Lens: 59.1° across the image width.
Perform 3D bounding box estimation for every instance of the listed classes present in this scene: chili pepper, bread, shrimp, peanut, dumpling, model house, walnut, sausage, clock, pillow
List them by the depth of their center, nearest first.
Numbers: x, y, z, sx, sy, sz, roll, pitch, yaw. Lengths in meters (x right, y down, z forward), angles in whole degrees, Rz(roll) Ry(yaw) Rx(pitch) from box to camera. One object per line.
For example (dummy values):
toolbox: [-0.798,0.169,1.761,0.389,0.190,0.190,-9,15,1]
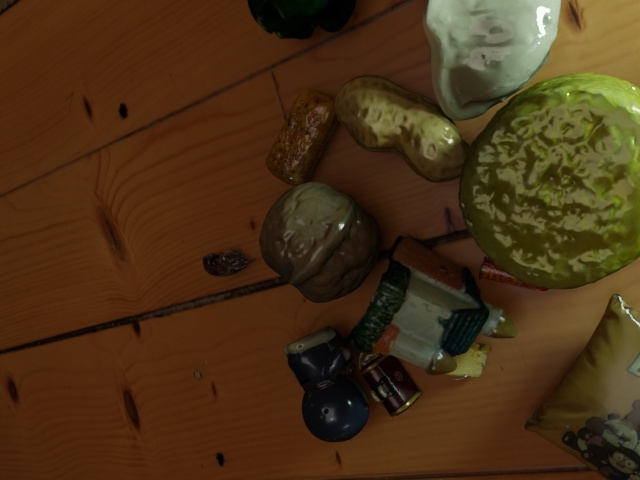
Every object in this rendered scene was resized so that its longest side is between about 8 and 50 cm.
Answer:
bread: [0.393,-0.101,0.903,0.348,0.308,0.348,4,99,26]
dumpling: [0.285,-0.373,0.968,0.187,0.243,0.318,30,100,52]
pillow: [0.562,0.304,0.977,0.310,0.119,0.312,36,110,23]
model house: [0.225,0.143,1.078,0.291,0.253,0.184,22,114,11]
sausage: [0.381,0.069,1.083,0.145,0.048,0.050,13,108,23]
peanut: [0.159,-0.221,1.107,0.305,0.147,0.147,29,109,18]
chili pepper: [-0.045,-0.543,1.120,0.233,0.248,0.256,8,103,49]
bread: [0.277,0.241,1.139,0.109,0.080,0.084,15,106,27]
walnut: [0.000,0.000,1.170,0.248,0.248,0.248,4,99,27]
bread: [-0.037,-0.225,1.239,0.114,0.083,0.211,36,110,23]
clock: [0.013,0.323,1.250,0.199,0.146,0.243,-34,77,60]
shrimp: [-0.221,0.052,1.384,0.165,0.056,0.065,-14,84,25]

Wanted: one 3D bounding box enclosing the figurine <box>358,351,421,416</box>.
figurine: [0.132,0.304,1.213,0.082,0.098,0.154,-41,80,29]
